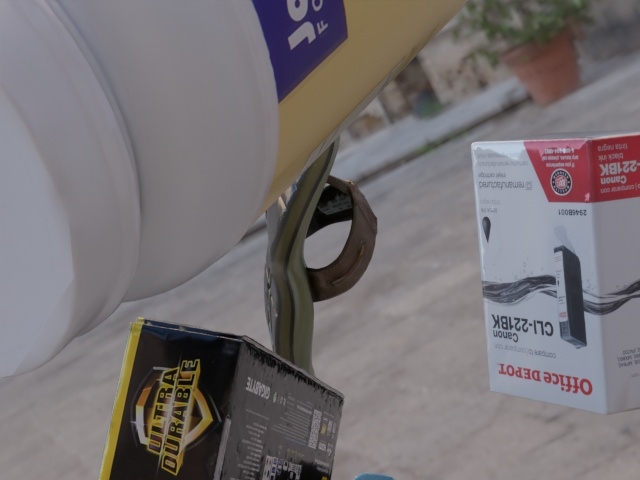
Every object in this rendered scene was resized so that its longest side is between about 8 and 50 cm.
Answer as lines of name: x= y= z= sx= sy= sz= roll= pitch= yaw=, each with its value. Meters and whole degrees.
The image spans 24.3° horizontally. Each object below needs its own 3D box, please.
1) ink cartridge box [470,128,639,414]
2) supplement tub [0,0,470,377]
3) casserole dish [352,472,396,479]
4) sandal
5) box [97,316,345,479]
ink cartridge box: x=0.261 y=0.028 z=1.513 sx=0.114 sy=0.273 sz=0.197 roll=-9 pitch=6 yaw=-29
supplement tub: x=-0.080 y=-0.124 z=0.627 sx=0.241 sy=0.241 sz=0.331 roll=-22 pitch=20 yaw=47
casserole dish: x=0.066 y=0.270 z=1.202 sx=0.114 sy=0.188 sz=0.037 roll=-1 pitch=16 yaw=33
sandal: x=0.000 y=0.000 z=1.175 sx=0.086 sy=0.303 sz=0.120 roll=-2 pitch=49 yaw=-4
box: x=-0.068 y=0.204 z=0.992 sx=0.079 sy=0.257 sz=0.322 roll=10 pitch=-10 yaw=14
